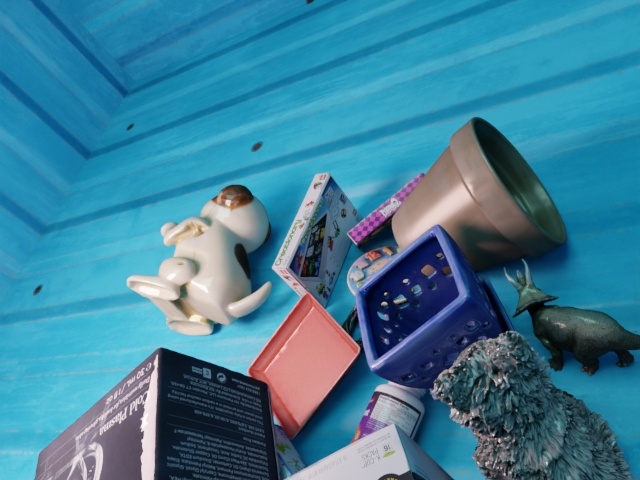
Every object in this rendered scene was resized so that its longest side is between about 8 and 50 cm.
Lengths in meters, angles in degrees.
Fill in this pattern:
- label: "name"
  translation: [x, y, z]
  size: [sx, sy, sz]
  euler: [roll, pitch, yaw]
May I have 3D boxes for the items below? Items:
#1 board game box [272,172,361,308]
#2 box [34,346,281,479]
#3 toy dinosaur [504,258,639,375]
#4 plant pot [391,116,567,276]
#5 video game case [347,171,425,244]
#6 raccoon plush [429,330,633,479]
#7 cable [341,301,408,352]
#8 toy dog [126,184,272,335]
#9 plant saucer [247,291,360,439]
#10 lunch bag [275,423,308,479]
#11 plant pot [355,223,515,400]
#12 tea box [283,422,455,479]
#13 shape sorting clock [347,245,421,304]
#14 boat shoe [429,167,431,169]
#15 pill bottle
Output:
- label: "board game box"
  translation: [0.000, 0.000, 1.507]
  size: [0.053, 0.193, 0.305]
  euler: [0, 54, 37]
- label: "box"
  translation: [-0.325, 0.549, 1.089]
  size: [0.480, 0.297, 0.472]
  euler: [-41, 41, 24]
- label: "toy dinosaur"
  translation: [0.460, 0.166, 1.018]
  size: [0.121, 0.160, 0.313]
  euler: [-50, 40, -11]
- label: "plant pot"
  translation: [0.319, -0.057, 1.253]
  size: [0.280, 0.323, 0.323]
  euler: [-37, 37, 29]
- label: "video game case"
  translation: [0.171, -0.069, 1.451]
  size: [0.232, 0.210, 0.042]
  euler: [-39, 83, 1]
- label: "raccoon plush"
  translation: [0.367, 0.316, 0.844]
  size: [0.216, 0.299, 0.446]
  euler: [-46, 40, -7]
- label: "cable"
  translation: [0.126, 0.197, 1.350]
  size: [0.184, 0.047, 0.150]
  euler: [-44, 45, -8]
- label: "toy dog"
  translation: [-0.296, 0.027, 1.654]
  size: [0.395, 0.284, 0.408]
  euler: [-7, 48, 34]
- label: "plant saucer"
  translation: [-0.036, 0.289, 1.352]
  size: [0.259, 0.048, 0.258]
  euler: [-54, 40, 5]
- label: "lunch bag"
  translation: [-0.118, 0.502, 1.203]
  size: [0.176, 0.090, 0.219]
  euler: [-57, 40, 3]
- label: "plant pot"
  translation: [0.228, 0.152, 1.108]
  size: [0.236, 0.212, 0.236]
  euler: [-42, 29, 20]
- label: "tea box"
  translation: [0.133, 0.507, 0.829]
  size: [0.220, 0.329, 0.323]
  euler: [-32, 40, 10]
- label: "shape sorting clock"
  translation: [0.165, 0.079, 1.383]
  size: [0.206, 0.040, 0.206]
  euler: [-12, 33, 8]
- label: "boat shoe"
  translation: [0.350, -0.154, 1.466]
  size: [0.073, 0.073, 0.207]
  euler: [-36, 40, 9]
- label: "pill bottle"
  translation: [0.141, 0.354, 1.137]
  size: [0.108, 0.108, 0.193]
  euler: [8, 59, 42]
